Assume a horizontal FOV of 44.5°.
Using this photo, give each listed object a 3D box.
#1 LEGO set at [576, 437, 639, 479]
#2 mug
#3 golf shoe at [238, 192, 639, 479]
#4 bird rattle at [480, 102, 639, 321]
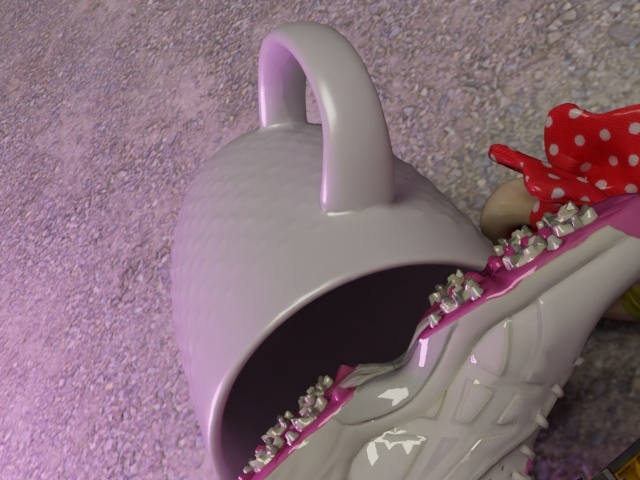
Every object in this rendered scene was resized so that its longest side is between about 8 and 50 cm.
[{"bbox_3d":[0.270,0.188,0.458,0.255,0.192,0.331,46,121,26],"label":"LEGO set"},{"bbox_3d":[0.000,0.000,0.681,0.276,0.374,0.328,-11,35,-14],"label":"mug"},{"bbox_3d":[0.095,0.099,0.477,0.306,0.115,0.140,-42,87,17],"label":"golf shoe"},{"bbox_3d":[0.205,0.009,0.597,0.207,0.253,0.143,-10,53,64],"label":"bird rattle"}]
